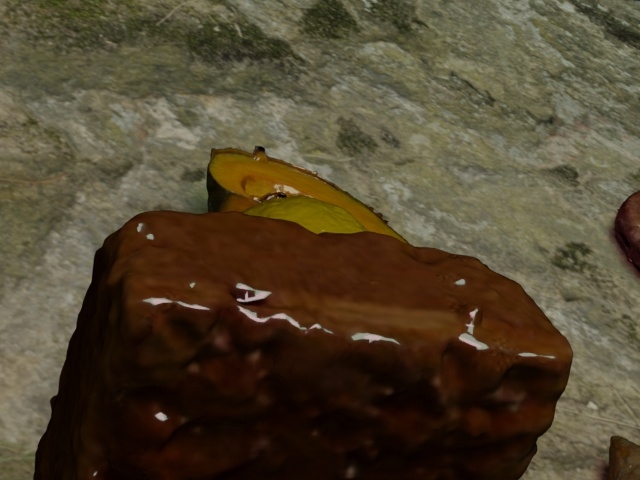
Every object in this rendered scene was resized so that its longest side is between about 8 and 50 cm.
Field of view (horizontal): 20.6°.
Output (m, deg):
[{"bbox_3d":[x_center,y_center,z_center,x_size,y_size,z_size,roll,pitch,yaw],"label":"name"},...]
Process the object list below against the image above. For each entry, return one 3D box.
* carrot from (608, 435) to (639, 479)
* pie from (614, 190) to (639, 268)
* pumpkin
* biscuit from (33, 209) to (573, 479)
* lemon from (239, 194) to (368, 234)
[{"bbox_3d":[0.323,0.275,1.645,0.102,0.102,0.263,7,37,-23],"label":"carrot"},{"bbox_3d":[0.429,0.003,2.066,0.182,0.049,0.182,17,35,-13],"label":"pie"},{"bbox_3d":[0.001,0.004,1.786,0.279,0.111,0.163,21,23,-6],"label":"pumpkin"},{"bbox_3d":[-0.035,0.162,1.308,0.343,0.395,0.166,7,38,-21],"label":"biscuit"},{"bbox_3d":[-0.022,0.062,1.608,0.192,0.192,0.231,7,40,-23],"label":"lemon"}]
